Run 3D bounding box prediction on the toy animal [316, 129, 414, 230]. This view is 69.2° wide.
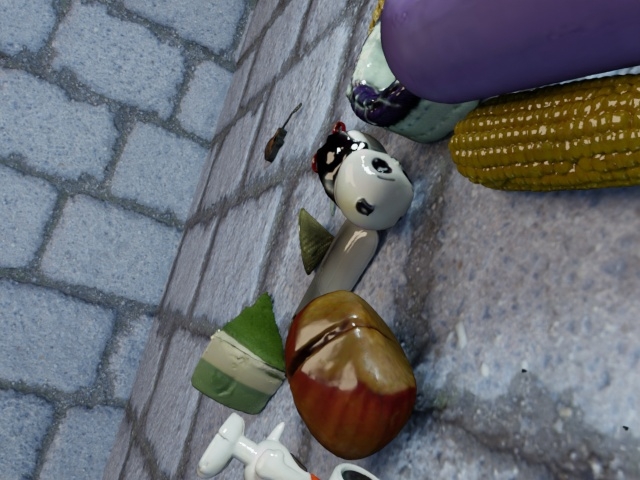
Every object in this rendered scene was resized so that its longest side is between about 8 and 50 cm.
[{"bbox_3d":[0.086,-0.098,0.793,0.138,0.166,0.179,-62,38,17],"label":"toy animal"}]

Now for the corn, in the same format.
[{"bbox_3d":[0.260,-0.108,0.487,0.322,0.119,0.119,12,82,59],"label":"corn"}]

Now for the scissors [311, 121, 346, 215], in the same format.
[{"bbox_3d":[0.032,-0.165,1.084,0.144,0.017,0.247,-52,32,34],"label":"scissors"}]

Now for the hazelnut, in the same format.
[{"bbox_3d":[0.029,0.189,0.646,0.181,0.181,0.212,-37,45,12],"label":"hazelnut"}]

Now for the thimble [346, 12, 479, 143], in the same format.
[{"bbox_3d":[0.156,-0.278,0.772,0.237,0.150,0.237,-43,38,46],"label":"thimble"}]

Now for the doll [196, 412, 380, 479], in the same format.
[{"bbox_3d":[-0.013,0.313,0.541,0.144,0.271,0.208,-60,8,-20],"label":"doll"}]

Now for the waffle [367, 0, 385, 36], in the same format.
[{"bbox_3d":[0.168,-0.512,1.034,0.160,0.046,0.192,-67,27,6],"label":"waffle"}]

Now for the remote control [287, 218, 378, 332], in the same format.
[{"bbox_3d":[0.010,0.085,0.898,0.313,0.055,0.109,-60,27,20],"label":"remote control"}]

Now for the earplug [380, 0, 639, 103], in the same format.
[{"bbox_3d":[0.241,-0.243,0.407,0.456,0.215,0.215,-2,70,50],"label":"earplug"}]

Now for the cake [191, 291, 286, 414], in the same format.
[{"bbox_3d":[-0.196,0.226,1.072,0.158,0.172,0.283,-55,27,23],"label":"cake"}]

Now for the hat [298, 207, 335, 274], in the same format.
[{"bbox_3d":[0.000,0.000,0.980,0.146,0.067,0.146,-5,-90,-82],"label":"hat"}]

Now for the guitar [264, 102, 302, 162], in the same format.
[{"bbox_3d":[-0.120,-0.353,1.504,0.233,0.025,0.088,-48,33,36],"label":"guitar"}]
